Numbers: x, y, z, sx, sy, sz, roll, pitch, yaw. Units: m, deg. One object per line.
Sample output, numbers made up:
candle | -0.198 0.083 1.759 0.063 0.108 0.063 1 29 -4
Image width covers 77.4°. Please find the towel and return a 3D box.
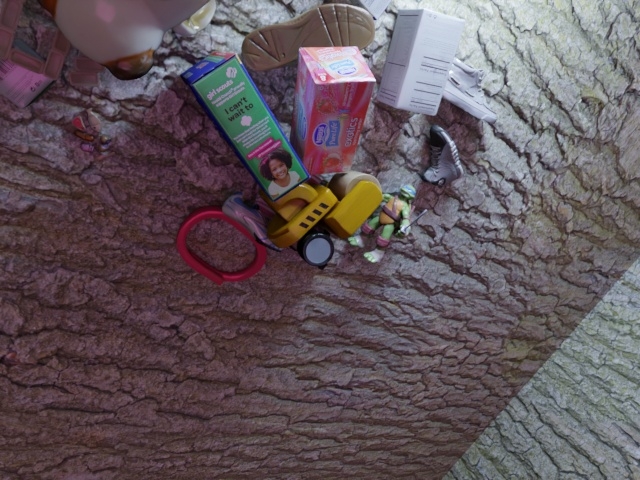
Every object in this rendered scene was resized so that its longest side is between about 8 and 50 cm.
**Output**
towel | -0.099 -0.143 1.212 0.144 0.029 0.197 29 102 -24

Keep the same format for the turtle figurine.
turtle figurine | 0.188 -0.069 1.281 0.198 0.274 0.266 31 111 3

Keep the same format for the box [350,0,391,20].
box | 0.124 -0.653 1.001 0.137 0.072 0.126 32 103 -31

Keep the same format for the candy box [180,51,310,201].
candy box | -0.186 -0.282 0.971 0.122 0.268 0.317 -37 124 -2

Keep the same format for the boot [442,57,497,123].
boot | 0.473 -0.459 1.226 0.258 0.095 0.123 16 118 -26

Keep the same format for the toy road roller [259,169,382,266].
toy road roller | -0.017 -0.109 1.121 0.329 0.202 0.240 -45 116 -5

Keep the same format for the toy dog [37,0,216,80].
toy dog | -0.303 -0.490 0.750 0.408 0.395 0.284 -31 139 14

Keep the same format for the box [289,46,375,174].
box | 0.016 -0.323 1.033 0.154 0.142 0.300 -8 148 -16

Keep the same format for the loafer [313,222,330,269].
loafer | 0.000 0.000 1.311 0.078 0.080 0.220 -18 122 -10

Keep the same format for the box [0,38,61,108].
box | -0.646 -0.359 0.862 0.101 0.087 0.102 -41 125 4

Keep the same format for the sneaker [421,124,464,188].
sneaker | 0.380 -0.257 1.313 0.132 0.086 0.228 -37 125 4

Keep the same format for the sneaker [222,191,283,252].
sneaker | -0.183 -0.048 1.176 0.086 0.085 0.237 -52 124 -12

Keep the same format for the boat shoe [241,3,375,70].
boat shoe | -0.034 -0.507 1.001 0.341 0.110 0.121 -14 114 -9

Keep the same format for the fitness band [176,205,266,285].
fitness band | -0.300 0.020 1.231 0.209 0.054 0.291 -44 124 4

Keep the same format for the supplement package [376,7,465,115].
supplement package | 0.269 -0.490 1.107 0.134 0.139 0.244 2 118 -21

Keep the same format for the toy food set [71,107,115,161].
toy food set | -0.569 -0.256 0.989 0.078 0.019 0.122 -25 123 -6

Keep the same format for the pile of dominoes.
pile of dominoes | -0.537 -0.460 0.840 0.196 0.040 0.251 18 97 -40
